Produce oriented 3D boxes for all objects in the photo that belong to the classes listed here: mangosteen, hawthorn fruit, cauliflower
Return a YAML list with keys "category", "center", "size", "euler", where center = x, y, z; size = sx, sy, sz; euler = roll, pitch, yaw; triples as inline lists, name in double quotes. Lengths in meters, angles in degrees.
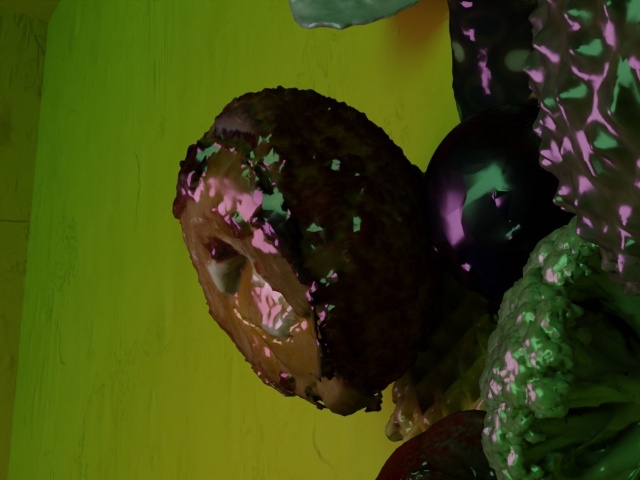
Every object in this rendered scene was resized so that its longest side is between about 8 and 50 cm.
- category: "mangosteen"
  center: [0.202, -0.048, 1.116]
  size: [0.230, 0.194, 0.194]
  euler: [-40, 28, -4]
- category: "hawthorn fruit"
  center: [0.122, 0.246, 1.091]
  size: [0.235, 0.181, 0.181]
  euler: [120, 159, -71]
- category: "cauliflower"
  center: [0.253, 0.099, 0.931]
  size: [0.250, 0.275, 0.272]
  euler: [8, 46, 29]

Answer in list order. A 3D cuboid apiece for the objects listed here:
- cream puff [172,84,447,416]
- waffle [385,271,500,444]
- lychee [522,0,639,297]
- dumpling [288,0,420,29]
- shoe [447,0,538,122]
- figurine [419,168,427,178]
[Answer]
- category: "cream puff"
  center: [-0.001, -0.004, 1.276]
  size: [0.350, 0.229, 0.350]
  euler: [42, 151, 30]
- category: "waffle"
  center: [0.148, 0.131, 1.246]
  size: [0.261, 0.056, 0.250]
  euler: [4, 79, 62]
- category: "lychee"
  center: [0.318, -0.092, 0.699]
  size: [0.432, 0.380, 0.380]
  euler: [51, 121, 41]
- category: "dumpling"
  center: [0.065, -0.422, 1.595]
  size: [0.212, 0.270, 0.320]
  euler: [-172, 73, -86]
- category: "shoe"
  center: [0.195, -0.263, 1.171]
  size: [0.384, 0.237, 0.171]
  euler: [-63, 28, 19]
- category: "figurine"
  center: [0.093, -0.041, 1.407]
  size: [0.197, 0.093, 0.147]
  euler: [-35, 78, 51]
